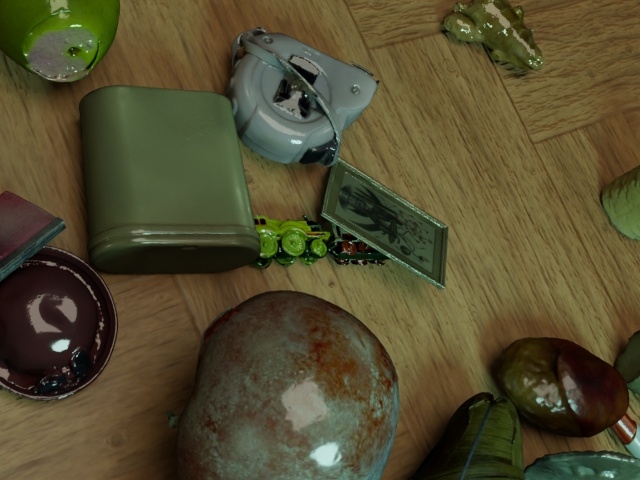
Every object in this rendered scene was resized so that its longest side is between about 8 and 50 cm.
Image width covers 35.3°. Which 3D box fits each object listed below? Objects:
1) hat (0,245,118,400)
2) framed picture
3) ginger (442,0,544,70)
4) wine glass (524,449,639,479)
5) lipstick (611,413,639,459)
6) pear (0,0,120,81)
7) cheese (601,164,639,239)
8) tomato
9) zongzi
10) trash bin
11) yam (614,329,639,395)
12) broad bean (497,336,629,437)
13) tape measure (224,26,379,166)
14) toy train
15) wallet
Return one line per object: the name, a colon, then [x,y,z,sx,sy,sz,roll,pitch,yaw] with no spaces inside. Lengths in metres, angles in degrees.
hat: [-0.353,0.099,1.289,0.205,0.089,0.206,10,67,-24]
framed picture: [0.105,-0.030,1.580,0.231,0.010,0.173,31,35,-14]
ginger: [0.327,-0.390,1.832,0.205,0.081,0.115,25,63,-13]
wine glass: [0.385,0.522,1.417,0.267,0.267,0.406,17,58,-20]
lipstick: [0.562,0.381,1.658,0.274,0.061,0.068,49,59,-2]
pear: [-0.375,-0.335,1.405,0.187,0.187,0.220,3,48,-26]
cheese: [0.594,-0.081,1.796,0.123,0.167,0.094,49,59,1]
tomato: [-0.048,0.219,1.265,0.282,0.317,0.317,17,62,4]
zongzi: [0.144,0.357,1.436,0.299,0.138,0.286,0,55,2]
trash bin: [-0.217,-0.084,1.417,0.243,0.121,0.248,-1,68,-28]
yam: [0.605,0.240,1.711,0.194,0.107,0.107,30,60,-14]
broad bean: [0.386,0.229,1.595,0.228,0.122,0.156,25,63,-20]
tape measure: [-0.046,-0.214,1.555,0.236,0.120,0.197,25,63,-11]
toy train: [0.000,0.000,1.529,0.249,0.053,0.085,0,65,-27]
wallet: [-0.448,0.025,1.276,0.119,0.025,0.232,25,52,28]
